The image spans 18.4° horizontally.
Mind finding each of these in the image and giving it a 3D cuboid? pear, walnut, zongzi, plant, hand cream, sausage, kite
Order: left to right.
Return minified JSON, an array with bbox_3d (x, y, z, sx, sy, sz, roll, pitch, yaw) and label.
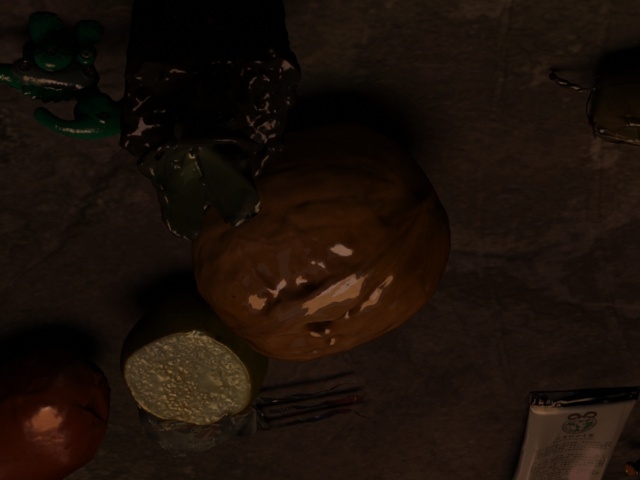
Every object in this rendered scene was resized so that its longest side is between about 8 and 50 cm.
[{"bbox_3d":[-0.304,0.189,1.974,0.133,0.133,0.258,16,145,-29],"label":"sausage"},{"bbox_3d":[-0.118,0.102,1.888,0.141,0.104,0.141,2,124,3],"label":"pear"},{"bbox_3d":[-0.083,-0.110,1.474,0.131,0.203,0.142,9,150,-8],"label":"plant"},{"bbox_3d":[-0.073,0.184,2.096,0.245,0.015,0.141,-8,148,11],"label":"kite"},{"bbox_3d":[0.000,0.000,1.667,0.221,0.195,0.195,-20,145,28],"label":"walnut"},{"bbox_3d":[0.270,0.270,2.246,0.121,0.076,0.336,-5,141,-10],"label":"hand cream"},{"bbox_3d":[0.302,-0.096,1.673,0.189,0.081,0.178,-8,158,15],"label":"zongzi"}]

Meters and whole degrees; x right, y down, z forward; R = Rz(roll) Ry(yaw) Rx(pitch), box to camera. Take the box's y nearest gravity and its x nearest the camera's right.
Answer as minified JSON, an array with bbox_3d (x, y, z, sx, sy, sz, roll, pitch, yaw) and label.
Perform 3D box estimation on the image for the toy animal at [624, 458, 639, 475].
[{"bbox_3d":[0.410,0.272,2.248,0.116,0.114,0.255,-38,169,-33],"label":"toy animal"}]

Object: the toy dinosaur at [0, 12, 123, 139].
[{"bbox_3d":[-0.206,-0.122,1.533,0.132,0.096,0.059,2,145,-16],"label":"toy dinosaur"}]
